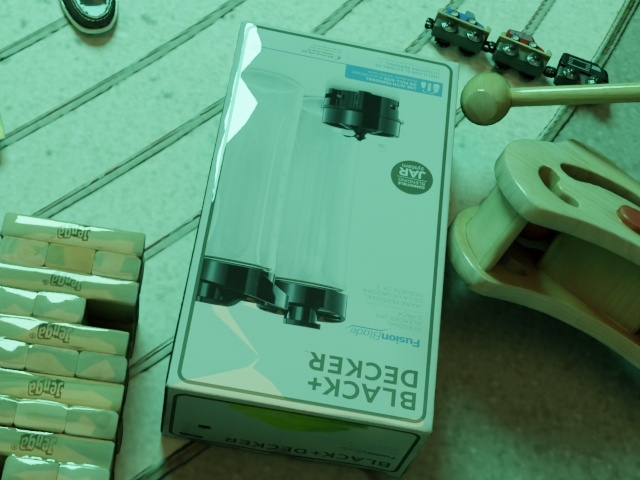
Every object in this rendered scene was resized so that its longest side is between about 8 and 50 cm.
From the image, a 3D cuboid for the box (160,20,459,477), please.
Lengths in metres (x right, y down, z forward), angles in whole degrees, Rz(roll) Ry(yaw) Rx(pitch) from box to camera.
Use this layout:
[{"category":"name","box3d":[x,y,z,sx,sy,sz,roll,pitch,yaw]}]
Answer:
[{"category":"box","box3d":[0.000,0.000,0.777,0.169,0.087,0.289,12,60,-4]}]

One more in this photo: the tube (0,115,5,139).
[{"category":"tube","box3d":[-0.291,-0.176,0.839,0.070,0.062,0.240,-23,66,26]}]

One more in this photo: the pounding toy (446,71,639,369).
[{"category":"pounding toy","box3d":[0.192,-0.022,0.760,0.269,0.155,0.154,39,30,11]}]

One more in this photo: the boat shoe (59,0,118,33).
[{"category":"boat shoe","box3d":[-0.184,-0.220,0.890,0.046,0.038,0.125,-4,62,-13]}]

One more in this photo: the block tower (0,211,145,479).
[{"category":"block tower","box3d":[-0.167,0.155,0.657,0.097,0.091,0.335,9,61,-5]}]

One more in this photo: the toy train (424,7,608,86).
[{"category":"toy train","box3d":[0.162,-0.155,0.928,0.158,0.027,0.036,21,56,1]}]
